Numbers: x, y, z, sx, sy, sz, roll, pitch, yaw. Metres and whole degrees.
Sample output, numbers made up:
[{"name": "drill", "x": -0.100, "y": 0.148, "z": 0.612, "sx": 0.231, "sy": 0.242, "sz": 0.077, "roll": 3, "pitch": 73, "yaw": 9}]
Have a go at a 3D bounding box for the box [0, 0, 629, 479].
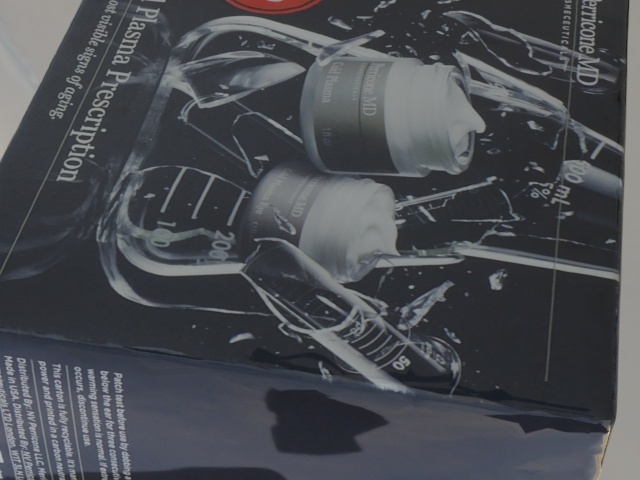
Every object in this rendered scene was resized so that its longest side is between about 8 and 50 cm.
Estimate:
[{"name": "box", "x": 0.000, "y": 0.000, "z": 0.785, "sx": 0.343, "sy": 0.313, "sz": 0.179, "roll": -77, "pitch": -7, "yaw": -45}]
